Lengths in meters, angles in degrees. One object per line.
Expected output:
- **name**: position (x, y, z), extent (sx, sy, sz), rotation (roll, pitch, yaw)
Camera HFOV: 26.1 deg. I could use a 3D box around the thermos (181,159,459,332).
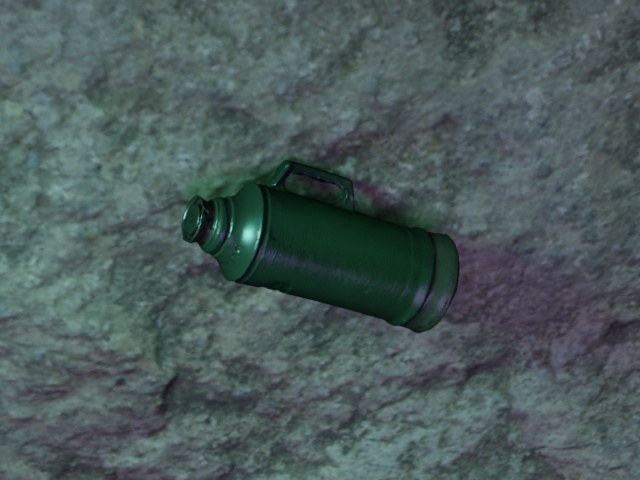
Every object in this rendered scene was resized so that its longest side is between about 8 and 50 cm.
- **thermos**: position (-0.001, 0.005, 0.939), extent (0.188, 0.073, 0.083), rotation (15, 125, -25)
